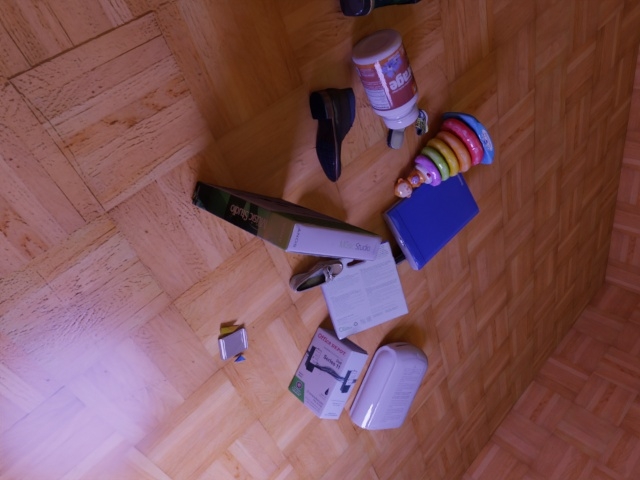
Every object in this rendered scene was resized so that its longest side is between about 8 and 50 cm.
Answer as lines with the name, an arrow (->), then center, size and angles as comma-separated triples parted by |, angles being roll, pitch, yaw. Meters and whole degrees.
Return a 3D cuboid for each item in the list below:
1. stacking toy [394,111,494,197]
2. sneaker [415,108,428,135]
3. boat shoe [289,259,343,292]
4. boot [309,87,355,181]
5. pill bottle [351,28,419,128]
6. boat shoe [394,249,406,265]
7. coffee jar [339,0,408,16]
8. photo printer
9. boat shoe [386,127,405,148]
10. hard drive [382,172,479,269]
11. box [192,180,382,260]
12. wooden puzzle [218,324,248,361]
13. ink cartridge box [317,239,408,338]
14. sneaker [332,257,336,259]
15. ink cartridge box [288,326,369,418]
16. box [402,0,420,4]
stacking toy -> 0.339, -0.228, 1.350 | 0.301, 0.166, 0.175 | -37, 117, -4
sneaker -> 0.288, -0.337, 1.313 | 0.035, 0.031, 0.083 | -43, 133, -20
boat shoe -> -0.005, 0.096, 1.197 | 0.153, 0.048, 0.056 | -18, 111, -16
boot -> 0.047, -0.253, 1.087 | 0.106, 0.082, 0.219 | -27, 124, -29
pill bottle -> 0.167, -0.383, 1.111 | 0.121, 0.121, 0.216 | -49, 135, -15
boat shoe -> 0.289, 0.009, 1.473 | 0.206, 0.075, 0.065 | -39, 89, -18
coffee jar -> 0.122, -0.561, 1.015 | 0.184, 0.079, 0.096 | -32, 128, -28
photo printer -> 0.254, 0.507, 1.623 | 0.256, 0.107, 0.308 | 20, 94, -47
boat shoe -> 0.214, -0.316, 1.248 | 0.048, 0.042, 0.133 | 12, 100, -20
hard drive -> 0.354, -0.087, 1.435 | 0.318, 0.040, 0.210 | -40, 108, -23
box -> -0.072, -0.040, 0.899 | 0.232, 0.322, 0.059 | 8, 100, -45
wooden puzzle -> -0.215, 0.253, 1.126 | 0.078, 0.014, 0.116 | -13, 117, -35
ink cartridge box -> 0.117, 0.134, 1.287 | 0.223, 0.045, 0.224 | -18, 99, -12
sneaker -> 0.000, 0.000, 1.172 | 0.192, 0.064, 0.086 | 18, 91, -50
ink cartridge box -> 0.022, 0.375, 1.308 | 0.086, 0.153, 0.209 | 27, 89, -46
box -> 0.229, -0.611, 1.105 | 0.083, 0.062, 0.052 | -38, 130, -24
